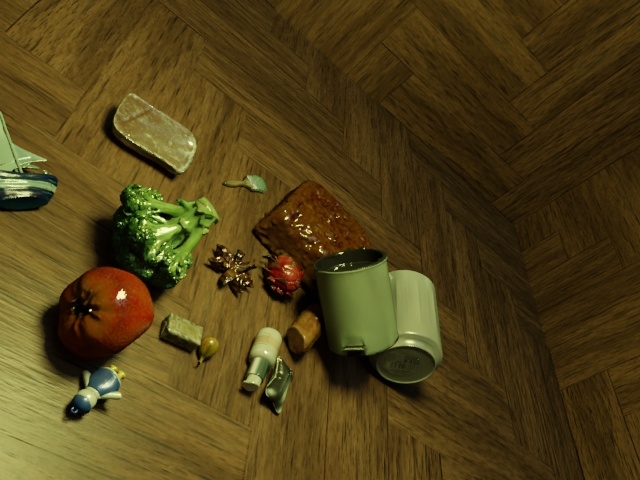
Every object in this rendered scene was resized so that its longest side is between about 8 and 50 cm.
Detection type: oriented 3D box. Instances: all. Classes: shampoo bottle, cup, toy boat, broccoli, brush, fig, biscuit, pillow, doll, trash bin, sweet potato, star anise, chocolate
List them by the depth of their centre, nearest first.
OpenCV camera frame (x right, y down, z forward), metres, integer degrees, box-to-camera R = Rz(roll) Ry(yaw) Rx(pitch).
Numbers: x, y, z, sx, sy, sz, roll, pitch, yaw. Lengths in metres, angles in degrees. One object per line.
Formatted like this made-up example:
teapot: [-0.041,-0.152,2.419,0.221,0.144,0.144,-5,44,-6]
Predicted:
doll: [-0.459,0.307,1.248,0.099,0.057,0.143,31,32,6]
toy boat: [-0.710,-0.189,1.412,0.210,0.070,0.291,26,37,-39]
broccoli: [-0.382,-0.023,1.484,0.270,0.270,0.270,62,4,-8]
fig: [-0.285,0.276,1.516,0.050,0.050,0.083,43,43,-15]
shampoo bottle: [-0.155,0.316,1.615,0.074,0.074,0.192,41,34,-18]
pillow: [-0.111,0.383,1.625,0.055,0.091,0.135,13,39,9]
star anise: [-0.253,0.080,1.748,0.168,0.057,0.167,23,46,-26]
chocolate: [-0.494,-0.298,1.790,0.254,0.080,0.157,32,51,-27]
trash bin: [0.108,0.178,1.800,0.277,0.217,0.262,-49,131,-67]
sweet potato: [-0.038,0.251,1.822,0.097,0.097,0.251,48,25,-7]
cup: [0.260,0.264,2.033,0.323,0.237,0.326,50,29,-29]
brush: [-0.257,-0.190,2.049,0.196,0.021,0.070,-7,65,-52]
biscuit: [0.000,0.000,2.052,0.395,0.166,0.342,47,30,-7]

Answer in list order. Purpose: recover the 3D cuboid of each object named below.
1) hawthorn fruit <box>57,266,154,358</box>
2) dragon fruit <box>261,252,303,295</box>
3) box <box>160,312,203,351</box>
hawthorn fruit: [-0.441,0.157,1.312,0.225,0.197,0.196,23,39,-64]
dragon fruit: [-0.114,0.103,1.857,0.121,0.130,0.142,-7,60,-17]
box: [-0.340,0.224,1.496,0.098,0.045,0.062,34,35,-29]
